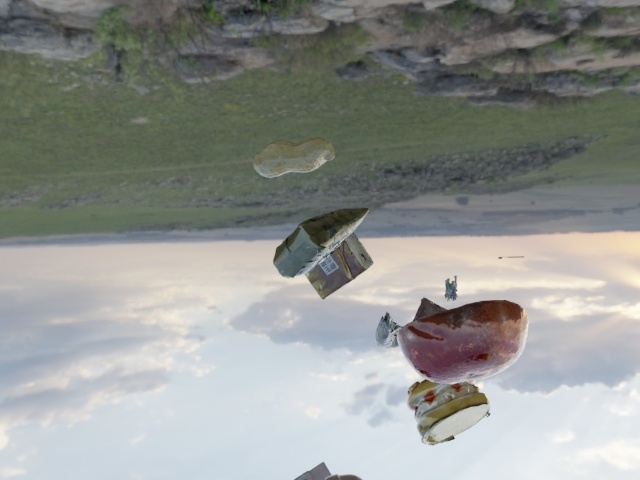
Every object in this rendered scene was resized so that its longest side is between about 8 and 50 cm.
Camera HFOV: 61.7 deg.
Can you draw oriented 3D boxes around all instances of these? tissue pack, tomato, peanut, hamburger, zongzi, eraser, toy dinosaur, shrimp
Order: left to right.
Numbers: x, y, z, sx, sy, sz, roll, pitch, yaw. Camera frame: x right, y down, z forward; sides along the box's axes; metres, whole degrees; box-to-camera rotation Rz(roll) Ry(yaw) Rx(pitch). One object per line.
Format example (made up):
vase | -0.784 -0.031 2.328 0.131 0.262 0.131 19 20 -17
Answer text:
peanut | -0.084 -0.264 1.678 0.263 0.117 0.101 -5 173 10
eraser | -0.088 0.978 2.084 0.287 0.086 0.130 -29 154 -14
zongzi | 0.000 0.000 1.635 0.274 0.125 0.251 -29 172 -43
tissue pack | 0.048 0.072 1.865 0.226 0.183 0.092 -37 179 33
shrimp | 0.297 0.362 2.136 0.164 0.062 0.317 -13 146 -1
hamburger | 0.427 0.556 1.827 0.261 0.186 0.303 -26 140 1
toy dinosaur | 0.472 0.182 1.946 0.039 0.082 0.209 -2 165 7
tomato | 0.358 0.268 1.323 0.338 0.144 0.338 -8 151 -4

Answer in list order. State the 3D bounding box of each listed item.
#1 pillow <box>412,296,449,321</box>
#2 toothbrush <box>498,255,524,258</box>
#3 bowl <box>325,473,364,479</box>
pillow | 0.453 0.303 2.051 0.185 0.118 0.043 23 172 17
toothbrush | 0.668 0.060 1.877 0.006 0.008 0.097 10 170 -43
bowl | 0.127 0.895 1.746 0.143 0.287 0.287 -18 -179 -6
